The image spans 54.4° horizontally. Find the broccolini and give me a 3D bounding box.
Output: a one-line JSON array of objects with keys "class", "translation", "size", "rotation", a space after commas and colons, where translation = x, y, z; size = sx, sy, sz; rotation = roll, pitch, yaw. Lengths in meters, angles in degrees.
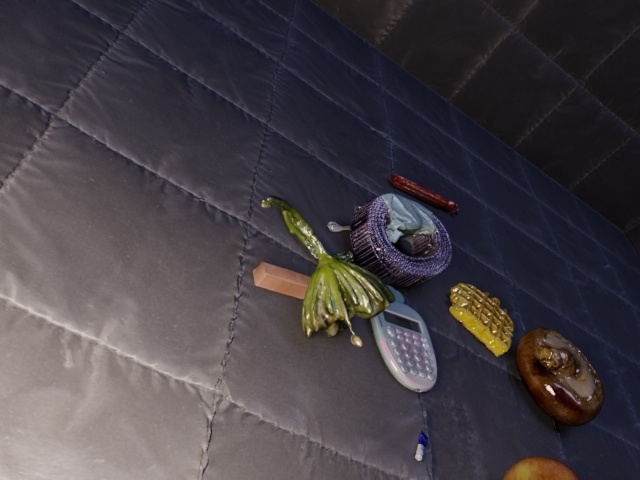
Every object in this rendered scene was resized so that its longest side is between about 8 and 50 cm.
[{"class": "broccolini", "translation": [-0.006, -0.006, 1.590], "size": [0.271, 0.062, 0.123], "rotation": [49, 21, 18]}]

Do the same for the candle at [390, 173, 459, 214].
[{"class": "candle", "translation": [0.375, -0.168, 2.239], "size": [0.329, 0.048, 0.051], "rotation": [22, -5, -31]}]

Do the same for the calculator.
[{"class": "calculator", "translation": [0.201, 0.235, 1.526], "size": [0.185, 0.041, 0.299], "rotation": [21, 38, -33]}]

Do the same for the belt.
[{"class": "belt", "translation": [0.230, 0.000, 1.738], "size": [0.325, 0.122, 0.260], "rotation": [3, 62, -36]}]

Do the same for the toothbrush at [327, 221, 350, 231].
[{"class": "toothbrush", "translation": [0.116, -0.039, 1.798], "size": [0.288, 0.024, 0.026], "rotation": [-2, 38, -49]}]

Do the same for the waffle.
[{"class": "waffle", "translation": [0.486, 0.210, 1.872], "size": [0.229, 0.057, 0.219], "rotation": [44, 30, 5]}]

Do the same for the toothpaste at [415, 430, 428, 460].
[{"class": "toothpaste", "translation": [0.213, 0.433, 1.315], "size": [0.024, 0.015, 0.083], "rotation": [50, 25, -2]}]

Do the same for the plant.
[{"class": "plant", "translation": [0.035, 0.046, 1.337], "size": [0.251, 0.180, 0.333], "rotation": [-15, 92, -64]}]

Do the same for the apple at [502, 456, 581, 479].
[{"class": "apple", "translation": [0.465, 0.547, 1.291], "size": [0.188, 0.188, 0.174], "rotation": [40, 27, -5]}]

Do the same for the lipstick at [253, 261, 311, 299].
[{"class": "lipstick", "translation": [-0.076, 0.091, 1.382], "size": [0.145, 0.045, 0.045], "rotation": [20, 39, -34]}]

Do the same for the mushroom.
[{"class": "mushroom", "translation": [0.675, 0.385, 1.774], "size": [0.278, 0.163, 0.297], "rotation": [30, 32, -37]}]
